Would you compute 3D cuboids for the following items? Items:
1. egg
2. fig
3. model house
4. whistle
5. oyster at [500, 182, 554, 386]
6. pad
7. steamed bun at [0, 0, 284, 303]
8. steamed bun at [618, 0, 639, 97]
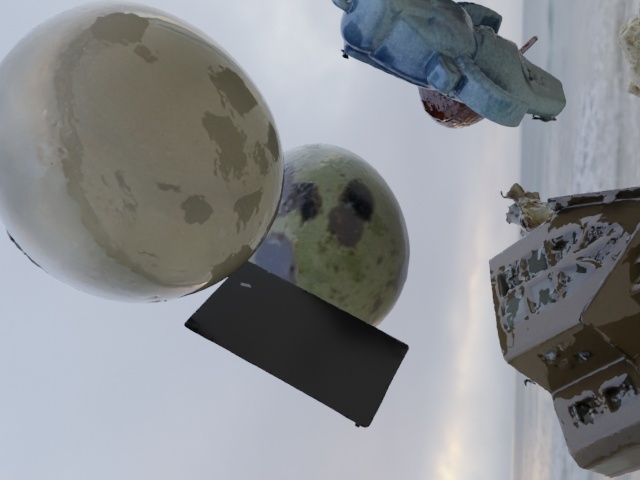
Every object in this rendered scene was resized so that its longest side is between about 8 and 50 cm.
[{"bbox_3d":[0.000,0.000,1.288,0.345,0.345,0.428,71,-160,-50],"label":"egg"},{"bbox_3d":[0.255,-0.256,1.063,0.134,0.201,0.146,-42,-67,-24],"label":"fig"},{"bbox_3d":[0.264,0.037,0.433,0.181,0.248,0.176,33,-144,-23],"label":"model house"},{"bbox_3d":[0.132,-0.190,0.668,0.180,0.269,0.093,-89,22,-43],"label":"whistle"},{"bbox_3d":[0.308,0.090,0.837,0.337,0.133,0.197,67,-148,-30],"label":"oyster"},{"bbox_3d":[-0.026,0.127,0.872,0.159,0.265,0.009,-50,-17,-48],"label":"pad"},{"bbox_3d":[-0.179,-0.099,0.696,0.324,0.206,0.324,27,-134,-32],"label":"steamed bun"},{"bbox_3d":[0.620,-0.295,1.062,0.292,0.295,0.137,40,-129,-19],"label":"steamed bun"}]
